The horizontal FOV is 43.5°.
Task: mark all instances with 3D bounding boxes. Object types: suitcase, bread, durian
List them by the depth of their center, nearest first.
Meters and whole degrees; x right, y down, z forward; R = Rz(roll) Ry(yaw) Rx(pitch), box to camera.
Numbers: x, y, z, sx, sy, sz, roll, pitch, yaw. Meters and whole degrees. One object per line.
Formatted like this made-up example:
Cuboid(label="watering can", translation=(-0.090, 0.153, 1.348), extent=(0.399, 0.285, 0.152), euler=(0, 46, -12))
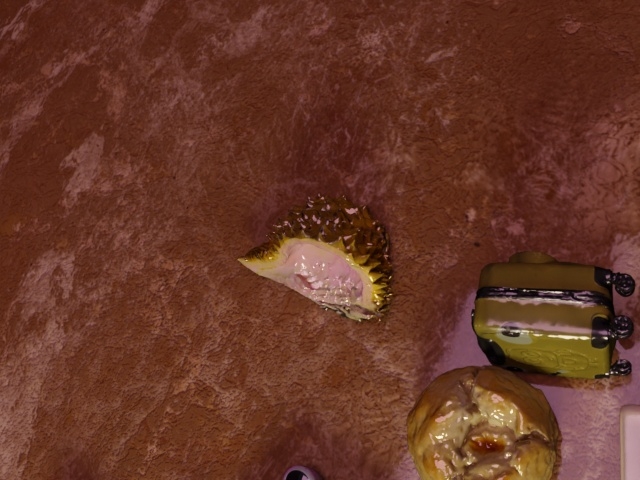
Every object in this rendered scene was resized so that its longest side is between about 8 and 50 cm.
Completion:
Cuboid(label="suitcase", translation=(0.353, 0.115, 1.224), extent=(0.235, 0.194, 0.143), euler=(2, 62, 22))
Cuboid(label="bread", translation=(0.241, 0.301, 1.225), extent=(0.245, 0.134, 0.244), euler=(-6, 68, 16))
Cuboid(label="durian", translation=(0.014, -0.004, 1.464), extent=(0.305, 0.185, 0.195), euler=(16, 52, 34))

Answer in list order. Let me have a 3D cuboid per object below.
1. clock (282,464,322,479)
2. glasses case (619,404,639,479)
Cuboid(label="clock", translation=(-0.016, 0.503, 1.270), extent=(0.227, 0.090, 0.248), euler=(-46, 59, -1))
Cuboid(label="glasses case", translation=(0.452, 0.402, 1.095), extent=(0.076, 0.144, 0.336), euler=(-1, 70, 21))
